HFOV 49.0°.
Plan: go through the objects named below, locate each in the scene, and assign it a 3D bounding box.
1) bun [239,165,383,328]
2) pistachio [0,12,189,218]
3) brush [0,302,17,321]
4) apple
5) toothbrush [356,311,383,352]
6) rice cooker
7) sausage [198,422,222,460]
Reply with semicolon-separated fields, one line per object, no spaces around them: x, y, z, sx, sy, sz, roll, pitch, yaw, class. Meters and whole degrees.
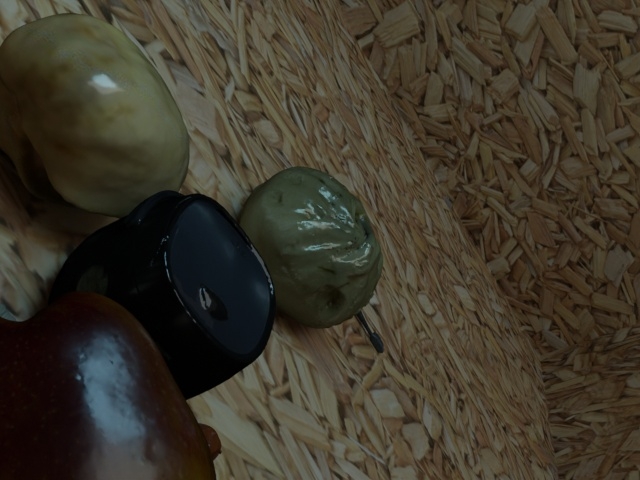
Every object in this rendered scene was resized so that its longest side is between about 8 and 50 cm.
0.000;0.000;1.418;0.362;0.234;0.326;39;31;-43;bun
-0.301;-0.154;0.933;0.238;0.229;0.321;-61;151;-17;pistachio
-0.376;0.175;0.716;0.103;0.013;0.272;57;25;-18;brush
-0.238;0.217;0.641;0.288;0.288;0.317;-5;71;-66;apple
0.076;0.143;1.702;0.321;0.023;0.031;59;17;-17;toothbrush
-0.203;0.079;0.912;0.267;0.224;0.267;44;31;-37;rice cooker
-0.189;0.287;0.941;0.169;0.065;0.065;-2;70;-65;sausage
